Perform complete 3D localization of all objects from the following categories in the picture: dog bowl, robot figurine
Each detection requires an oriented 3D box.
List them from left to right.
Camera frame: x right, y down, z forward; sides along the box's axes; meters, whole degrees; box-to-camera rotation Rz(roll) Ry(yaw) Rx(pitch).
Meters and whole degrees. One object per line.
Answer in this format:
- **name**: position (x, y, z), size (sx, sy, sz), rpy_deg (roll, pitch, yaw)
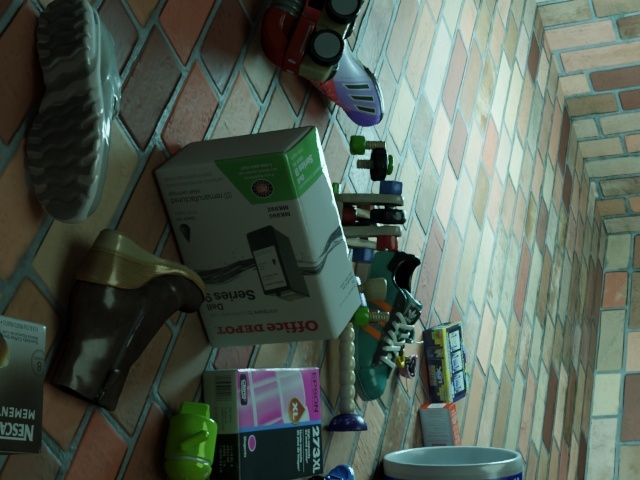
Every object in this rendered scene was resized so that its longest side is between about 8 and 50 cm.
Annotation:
- **robot figurine**: position (-0.176, 0.279, 1.595), size (0.101, 0.067, 0.115), rpy_deg (103, -6, -64)
- **dog bowl**: position (0.254, 0.462, 2.257), size (0.265, 0.265, 0.104), rpy_deg (3, 85, -65)

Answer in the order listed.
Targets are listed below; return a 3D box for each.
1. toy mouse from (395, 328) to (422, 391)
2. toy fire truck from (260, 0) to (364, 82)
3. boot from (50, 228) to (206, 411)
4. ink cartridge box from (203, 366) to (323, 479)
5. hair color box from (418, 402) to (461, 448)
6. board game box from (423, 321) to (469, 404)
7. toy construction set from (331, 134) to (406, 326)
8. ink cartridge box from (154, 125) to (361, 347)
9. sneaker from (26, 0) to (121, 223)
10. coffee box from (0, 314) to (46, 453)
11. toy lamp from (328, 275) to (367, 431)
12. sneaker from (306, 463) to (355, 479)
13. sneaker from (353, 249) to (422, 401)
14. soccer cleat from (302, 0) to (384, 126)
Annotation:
- **toy mouse**: position (0.172, 0.223, 2.411), size (0.143, 0.031, 0.161), rpy_deg (-26, 108, -64)
- **toy fire truck**: position (-0.055, -0.406, 1.937), size (0.158, 0.246, 0.217), rpy_deg (116, -5, -81)
- **boot**: position (-0.244, 0.115, 1.500), size (0.248, 0.090, 0.206), rpy_deg (38, 63, -59)
- **ink cartridge box**: position (-0.067, 0.288, 1.845), size (0.371, 0.069, 0.175), rpy_deg (13, 73, -67)
- **hair color box**: position (0.257, 0.419, 2.505), size (0.043, 0.072, 0.141), rpy_deg (-20, 104, -65)
- **board game box**: position (0.281, 0.272, 2.618), size (0.141, 0.048, 0.170), rpy_deg (-5, 90, -63)
- **toy construction set**: position (0.000, 0.000, 1.958), size (0.257, 0.237, 0.308), rpy_deg (-114, -154, -69)
- **ink cartridge box**: position (-0.083, 0.000, 1.686), size (0.121, 0.211, 0.289), rpy_deg (-51, 130, -58)
- **sneaker**: position (-0.277, -0.152, 1.425), size (0.115, 0.105, 0.281), rpy_deg (31, 57, -60)
- **coffee box**: position (-0.382, 0.134, 1.140), size (0.246, 0.098, 0.141), rpy_deg (27, 61, -61)
- **toy lamp**: position (0.048, 0.200, 2.090), size (0.080, 0.080, 0.274), rpy_deg (18, 67, -63)
- **sneaker**: position (0.015, 0.416, 1.993), size (0.152, 0.058, 0.084), rpy_deg (-55, 143, -46)
- **sneaker**: position (0.126, 0.153, 2.218), size (0.108, 0.121, 0.302), rpy_deg (42, 48, -55)
- **soccer cleat**: position (0.019, -0.302, 2.135), size (0.116, 0.109, 0.318), rpy_deg (-58, 141, -25)
